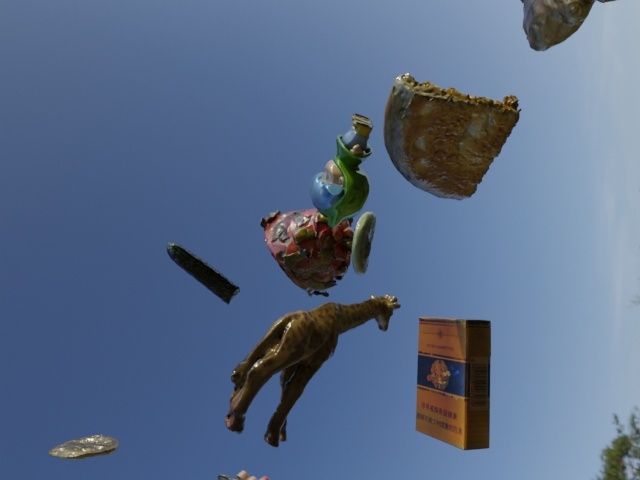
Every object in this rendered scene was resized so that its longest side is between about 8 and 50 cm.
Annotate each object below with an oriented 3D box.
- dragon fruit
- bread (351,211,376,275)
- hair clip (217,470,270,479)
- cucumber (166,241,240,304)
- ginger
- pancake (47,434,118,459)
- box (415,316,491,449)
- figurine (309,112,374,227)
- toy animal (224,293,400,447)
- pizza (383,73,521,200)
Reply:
[{"bbox_3d":[0.000,0.000,1.606,0.314,0.263,0.296,44,-163,-43],"label":"dragon fruit"},{"bbox_3d":[0.125,0.001,1.376,0.112,0.036,0.193,32,-112,-64],"label":"bread"},{"bbox_3d":[-0.096,0.425,0.802,0.056,0.214,0.062,-35,-64,-58],"label":"hair clip"},{"bbox_3d":[-0.293,0.076,1.180,0.215,0.058,0.052,41,-87,-12],"label":"cucumber"},{"bbox_3d":[0.325,-0.362,0.679,0.081,0.333,0.148,6,-53,-12],"label":"ginger"},{"bbox_3d":[-0.554,0.487,1.119,0.151,0.151,0.025,10,-100,-47],"label":"pancake"},{"bbox_3d":[0.261,0.273,0.949,0.070,0.152,0.237,9,-101,-23],"label":"box"},{"bbox_3d":[0.062,-0.162,1.138,0.143,0.162,0.263,13,-62,-13],"label":"figurine"},{"bbox_3d":[0.000,0.121,0.545,0.275,0.054,0.149,-43,-52,-35],"label":"toy animal"},{"bbox_3d":[0.230,-0.181,0.823,0.335,0.226,0.086,39,-149,-48],"label":"pizza"}]
